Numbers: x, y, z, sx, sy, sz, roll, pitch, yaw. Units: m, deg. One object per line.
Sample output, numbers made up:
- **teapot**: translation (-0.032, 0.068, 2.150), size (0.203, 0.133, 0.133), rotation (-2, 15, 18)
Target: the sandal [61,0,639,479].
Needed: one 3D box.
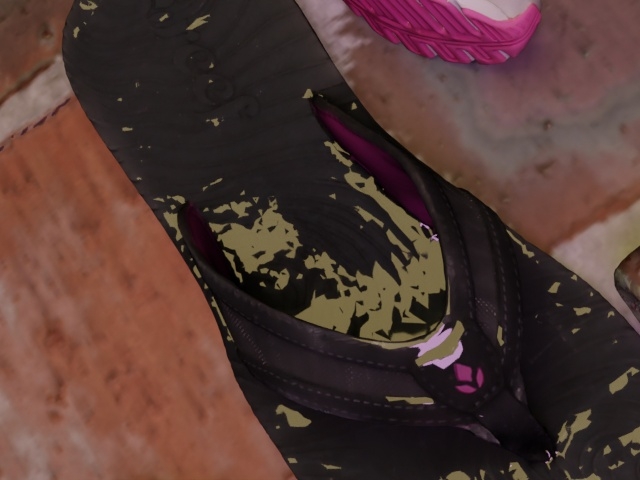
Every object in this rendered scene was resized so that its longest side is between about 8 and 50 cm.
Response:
- **sandal**: translation (-0.003, 0.001, 0.666), size (0.167, 0.107, 0.446), rotation (-42, 65, 1)

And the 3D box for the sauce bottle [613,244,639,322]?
- **sauce bottle**: translation (0.291, -0.052, 0.583), size (0.344, 0.111, 0.111), rotation (-38, 65, 5)

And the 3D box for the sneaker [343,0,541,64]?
- **sneaker**: translation (0.027, -0.191, 0.724), size (0.252, 0.103, 0.111), rotation (41, 90, 25)
